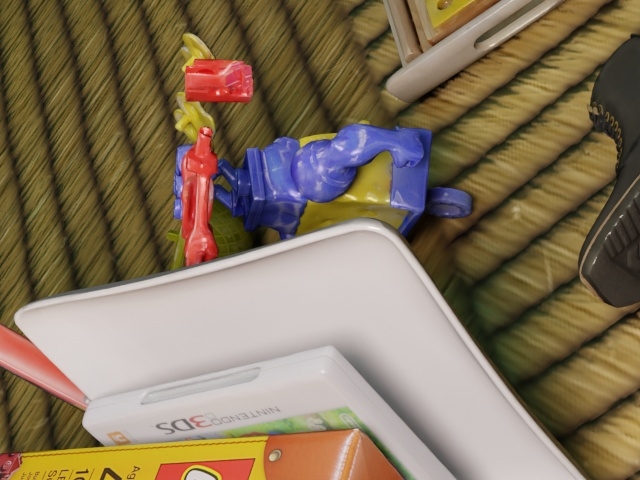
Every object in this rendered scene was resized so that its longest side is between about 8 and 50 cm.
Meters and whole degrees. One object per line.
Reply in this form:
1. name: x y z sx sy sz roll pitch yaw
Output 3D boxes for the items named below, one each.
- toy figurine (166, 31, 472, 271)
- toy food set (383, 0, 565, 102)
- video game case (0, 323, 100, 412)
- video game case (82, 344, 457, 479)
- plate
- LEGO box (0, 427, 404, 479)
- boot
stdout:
1. toy figurine: 0.000 0.000 1.054 0.362 0.217 0.191 110 159 -68
2. toy food set: 0.115 -0.272 1.163 0.220 0.092 0.306 -33 43 22
3. video game case: -0.178 0.102 1.019 0.204 0.285 0.025 15 74 49
4. video game case: -0.011 0.152 0.880 0.193 0.212 0.023 -16 39 36
5. plate: -0.001 0.095 0.864 0.277 0.278 0.045 -14 40 35
6. LEGO box: -0.153 0.370 0.771 0.372 0.193 0.500 -9 45 30
7. boot: 0.204 -0.051 0.941 0.198 0.077 0.137 -47 33 -14
